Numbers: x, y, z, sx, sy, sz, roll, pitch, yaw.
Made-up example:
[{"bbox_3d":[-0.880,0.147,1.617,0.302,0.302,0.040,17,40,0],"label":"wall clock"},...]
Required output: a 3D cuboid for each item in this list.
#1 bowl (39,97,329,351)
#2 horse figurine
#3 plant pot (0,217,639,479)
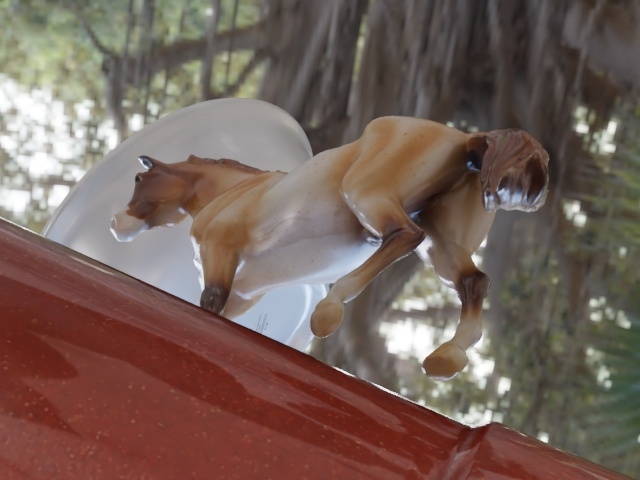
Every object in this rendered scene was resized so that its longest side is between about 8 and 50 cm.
[{"bbox_3d":[-0.086,0.038,1.171,0.298,0.298,0.134,-11,-135,-44],"label":"bowl"},{"bbox_3d":[0.000,0.000,0.622,0.263,0.066,0.174,-17,-149,32],"label":"horse figurine"},{"bbox_3d":[-0.062,0.133,0.455,0.265,0.272,0.272,28,-156,10],"label":"plant pot"}]
